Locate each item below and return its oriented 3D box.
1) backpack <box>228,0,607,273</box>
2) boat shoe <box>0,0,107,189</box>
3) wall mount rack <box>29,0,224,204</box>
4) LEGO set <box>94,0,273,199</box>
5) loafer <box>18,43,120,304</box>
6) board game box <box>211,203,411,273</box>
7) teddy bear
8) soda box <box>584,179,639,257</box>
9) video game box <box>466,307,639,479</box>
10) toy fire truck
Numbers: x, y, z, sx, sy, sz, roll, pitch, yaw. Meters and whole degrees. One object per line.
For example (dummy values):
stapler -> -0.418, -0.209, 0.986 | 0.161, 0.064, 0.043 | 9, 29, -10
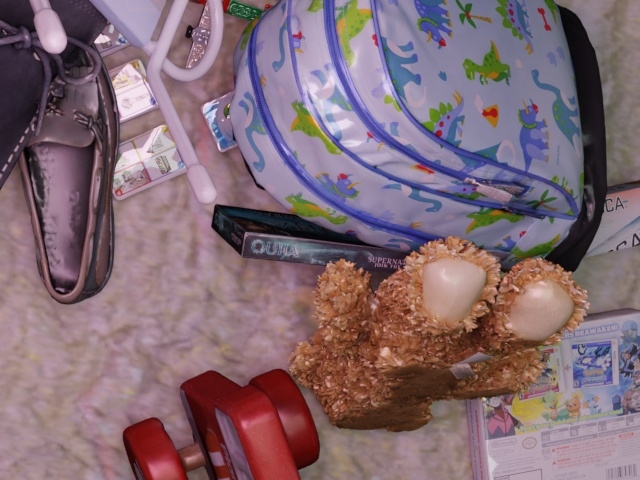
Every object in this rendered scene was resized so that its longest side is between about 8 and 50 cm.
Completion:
backpack -> 0.091, -0.124, 1.303 | 0.356, 0.273, 0.290 | 6, 70, -21
boat shoe -> -0.275, -0.184, 1.200 | 0.187, 0.156, 0.500 | 36, 65, -49
wall mount rack -> -0.143, -0.210, 1.133 | 0.350, 0.130, 0.304 | 46, 52, -48
LEGO set -> -0.121, -0.171, 1.384 | 0.244, 0.060, 0.182 | -25, 102, -3
loafer -> -0.230, -0.073, 1.317 | 0.096, 0.084, 0.267 | -5, 98, 0
board game box -> 0.000, 0.000, 1.385 | 0.186, 0.126, 0.026 | 6, 101, -19
teddy bear -> 0.100, 0.077, 1.337 | 0.245, 0.338, 0.113 | 0, 66, -7
soda box -> 0.284, -0.019, 1.513 | 0.183, 0.058, 0.063 | -12, 98, -16
video game box -> 0.253, 0.176, 1.526 | 0.205, 0.048, 0.187 | -7, 99, -18
toy fire truck -> -0.052, 0.264, 1.324 | 0.169, 0.254, 0.302 | -20, 100, -15
